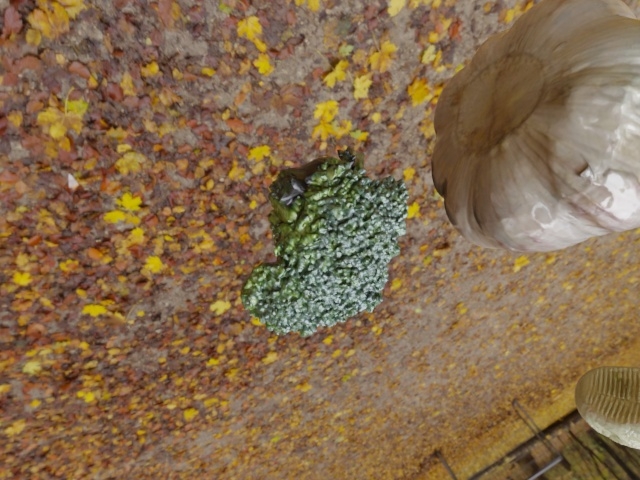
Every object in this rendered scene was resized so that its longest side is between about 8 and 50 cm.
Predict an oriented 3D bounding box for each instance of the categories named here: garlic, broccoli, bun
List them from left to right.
[{"bbox_3d":[0.014,-0.002,0.832,0.277,0.317,0.338,14,137,-14],"label":"broccoli"},{"bbox_3d":[0.224,-0.080,0.383,0.212,0.218,0.218,14,123,-27],"label":"garlic"},{"bbox_3d":[0.395,0.216,0.556,0.115,0.115,0.069,-29,118,-6],"label":"bun"}]
